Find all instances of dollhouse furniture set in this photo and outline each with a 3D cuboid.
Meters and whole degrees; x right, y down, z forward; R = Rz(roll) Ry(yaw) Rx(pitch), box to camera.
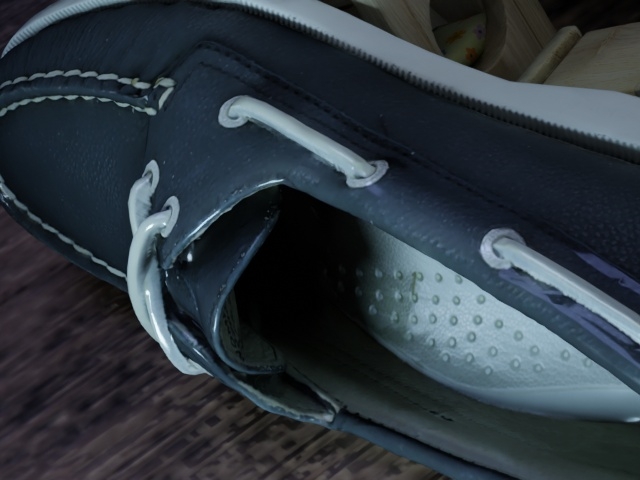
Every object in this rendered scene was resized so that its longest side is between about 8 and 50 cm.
[{"bbox_3d":[0.055,-0.101,0.592,0.182,0.101,0.161,-6,36,47],"label":"dollhouse furniture set"}]

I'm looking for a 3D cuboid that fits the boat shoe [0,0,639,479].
[{"bbox_3d":[0.000,0.000,0.526,0.302,0.114,0.091,11,42,37],"label":"boat shoe"}]
